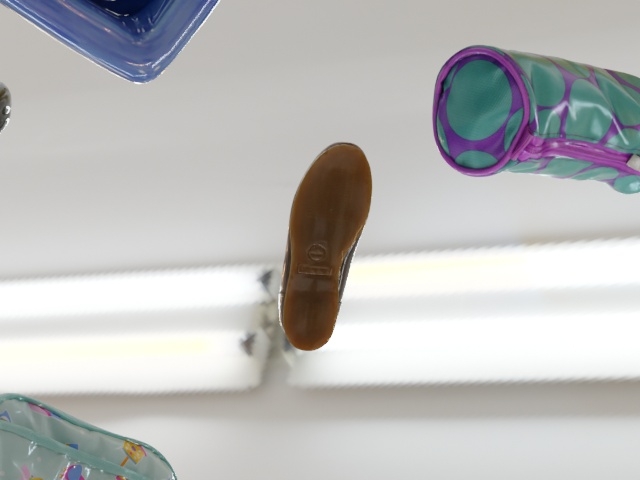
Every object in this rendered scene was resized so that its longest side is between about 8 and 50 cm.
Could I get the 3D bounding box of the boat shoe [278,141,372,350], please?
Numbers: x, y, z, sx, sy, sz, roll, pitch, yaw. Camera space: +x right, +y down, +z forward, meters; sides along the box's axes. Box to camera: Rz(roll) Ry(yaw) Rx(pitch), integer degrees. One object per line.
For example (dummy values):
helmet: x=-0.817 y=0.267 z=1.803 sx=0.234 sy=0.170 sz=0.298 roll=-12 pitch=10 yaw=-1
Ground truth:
boat shoe: x=0.000 y=0.000 z=1.366 sx=0.073 sy=0.207 sz=0.073 roll=14 pitch=-163 yaw=-4

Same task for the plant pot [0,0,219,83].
plant pot: x=-0.126 y=-0.237 z=0.580 sx=0.236 sy=0.236 sz=0.212 roll=-55 pitch=-146 yaw=1

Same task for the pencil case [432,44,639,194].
pencil case: x=0.124 y=-0.059 z=0.731 sx=0.070 sy=0.152 sz=0.064 roll=50 pitch=-59 yaw=33

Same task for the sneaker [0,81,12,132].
sneaker: x=-0.382 y=-0.042 z=1.108 sx=0.331 sy=0.146 sz=0.122 roll=-11 pitch=-161 yaw=11

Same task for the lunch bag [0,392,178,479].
lunch bag: x=-0.268 y=0.284 z=1.465 sx=0.108 sy=0.279 sz=0.224 roll=-26 pitch=-131 yaw=33
